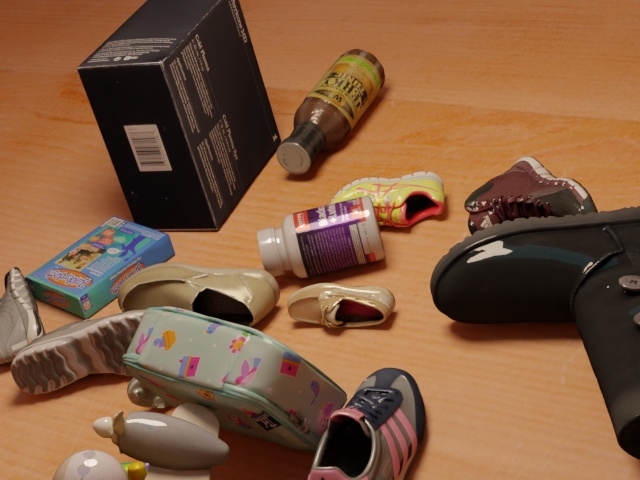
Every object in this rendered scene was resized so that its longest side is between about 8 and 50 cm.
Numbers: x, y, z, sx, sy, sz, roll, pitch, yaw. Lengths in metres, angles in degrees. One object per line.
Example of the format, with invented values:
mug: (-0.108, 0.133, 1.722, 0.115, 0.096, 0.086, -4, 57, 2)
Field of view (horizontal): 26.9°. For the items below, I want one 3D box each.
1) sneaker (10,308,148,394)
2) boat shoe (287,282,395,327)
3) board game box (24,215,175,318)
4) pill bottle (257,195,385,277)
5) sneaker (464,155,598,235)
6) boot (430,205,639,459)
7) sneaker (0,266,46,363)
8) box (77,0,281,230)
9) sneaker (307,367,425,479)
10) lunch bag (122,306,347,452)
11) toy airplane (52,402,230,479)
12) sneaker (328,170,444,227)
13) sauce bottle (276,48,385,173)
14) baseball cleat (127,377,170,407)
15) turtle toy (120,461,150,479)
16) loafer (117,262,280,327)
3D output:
sneaker: (-0.341, 0.150, 2.085, 0.281, 0.105, 0.115, -11, 24, 2)
boat shoe: (0.026, 0.103, 2.033, 0.170, 0.063, 0.059, -5, 27, 16)
board game box: (-0.383, 0.044, 2.329, 0.160, 0.047, 0.210, 18, 44, 42)
pill bottle: (0.000, 0.000, 2.167, 0.193, 0.108, 0.108, -14, 31, 3)
sneaker: (0.321, -0.034, 2.103, 0.162, 0.106, 0.281, -26, 22, -7)
boot: (0.360, 0.136, 1.773, 0.367, 0.146, 0.445, -16, 35, 3)
sneaker: (-0.536, 0.131, 2.225, 0.132, 0.086, 0.229, -24, 33, -9)
box: (-0.246, -0.241, 2.441, 0.179, 0.343, 0.312, 0, 34, 26)
sneaker: (0.061, 0.245, 1.722, 0.112, 0.131, 0.319, -5, 32, 18)
lunch bag: (-0.111, 0.195, 1.802, 0.279, 0.224, 0.108, 12, 66, 37)
toy airplane: (-0.213, 0.355, 1.532, 0.384, 0.272, 0.386, -29, 33, -22)
sneaker: (0.112, -0.057, 2.237, 0.208, 0.081, 0.094, -16, 33, -1)
sauce bottle: (0.019, -0.243, 2.553, 0.111, 0.111, 0.344, 1, 36, 26)
baseball cleat: (-0.203, 0.187, 2.006, 0.206, 0.072, 0.109, -17, 27, -23)
turtle toy: (-0.237, 0.331, 1.772, 0.130, 0.095, 0.066, -5, 11, 17)
loafer: (-0.201, 0.095, 2.113, 0.268, 0.102, 0.092, -6, 26, 15)
